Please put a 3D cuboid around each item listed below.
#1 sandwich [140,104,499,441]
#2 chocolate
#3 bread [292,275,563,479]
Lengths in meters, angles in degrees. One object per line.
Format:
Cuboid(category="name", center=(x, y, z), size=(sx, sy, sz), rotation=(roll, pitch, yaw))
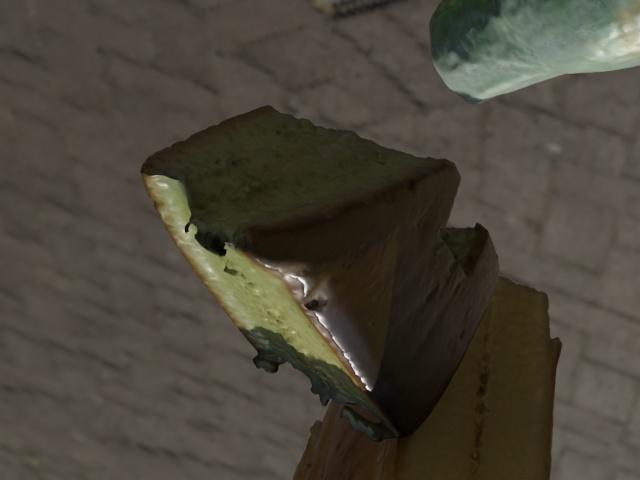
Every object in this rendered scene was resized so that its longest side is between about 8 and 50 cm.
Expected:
Cuboid(category="sandwich", center=(0.000, 0.000, 1.030), size=(0.122, 0.128, 0.236), rotation=(20, 161, 25))
Cuboid(category="chocolate", center=(0.149, -0.128, 0.842), size=(0.110, 0.110, 0.291), rotation=(34, 150, -20))
Cuboid(category="bread", center=(0.051, 0.159, 1.228), size=(0.111, 0.246, 0.239), rotation=(24, 137, -11))
